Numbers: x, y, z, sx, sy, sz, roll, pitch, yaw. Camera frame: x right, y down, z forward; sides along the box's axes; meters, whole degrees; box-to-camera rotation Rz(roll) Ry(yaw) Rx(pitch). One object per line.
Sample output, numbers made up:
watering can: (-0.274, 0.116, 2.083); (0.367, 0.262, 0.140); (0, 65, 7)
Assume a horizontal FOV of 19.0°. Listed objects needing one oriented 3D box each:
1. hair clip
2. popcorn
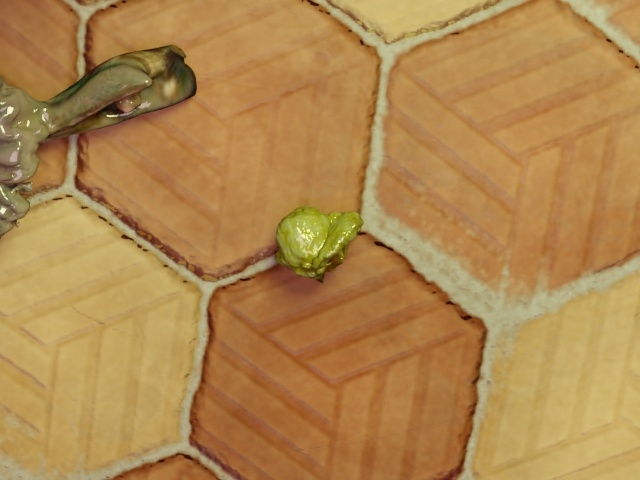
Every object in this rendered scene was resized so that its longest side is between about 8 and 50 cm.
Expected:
hair clip: (-0.248, -0.091, 1.556); (0.300, 0.069, 0.173); (-21, 96, 5)
popcorn: (-0.002, 0.001, 1.590); (0.083, 0.059, 0.068); (-15, 149, 36)
